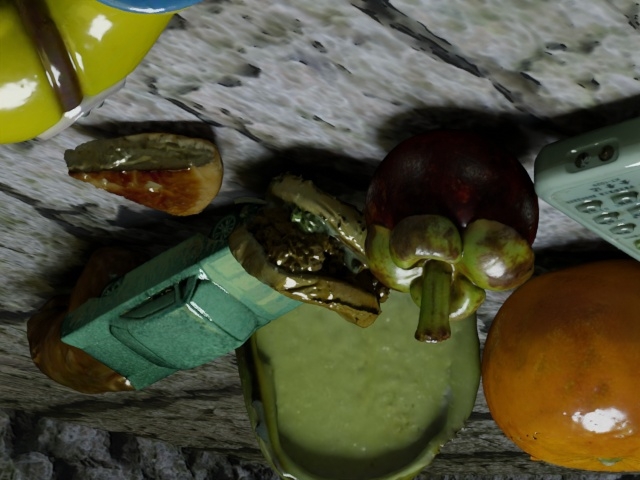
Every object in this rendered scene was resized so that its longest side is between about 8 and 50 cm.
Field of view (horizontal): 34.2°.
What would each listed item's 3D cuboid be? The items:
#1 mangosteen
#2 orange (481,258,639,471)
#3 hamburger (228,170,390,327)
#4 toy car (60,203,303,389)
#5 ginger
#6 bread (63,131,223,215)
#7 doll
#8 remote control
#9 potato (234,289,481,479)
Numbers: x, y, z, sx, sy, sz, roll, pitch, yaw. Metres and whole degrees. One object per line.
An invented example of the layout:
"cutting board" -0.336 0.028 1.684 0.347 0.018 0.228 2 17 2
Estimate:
"mangosteen" 0.098 -0.011 0.866 0.145 0.181 0.156 51 138 -9
"orange" 0.318 0.138 1.142 0.284 0.226 0.284 1 162 0
"hamburger" 0.000 0.000 1.000 0.185 0.113 0.177 35 -172 5
"toy car" -0.143 0.078 1.186 0.321 0.097 0.141 -29 128 28
"ginger" -0.280 0.115 1.388 0.172 0.165 0.321 47 140 -7
"bread" -0.140 -0.070 0.963 0.154 0.054 0.136 16 161 -42
"doll" -0.163 -0.151 0.647 0.363 0.145 0.199 -21 -173 38
"remote control" 0.322 -0.023 0.916 0.128 0.065 0.335 -17 150 39
"potato" 0.020 0.194 1.338 0.330 0.280 0.213 8 159 -9
